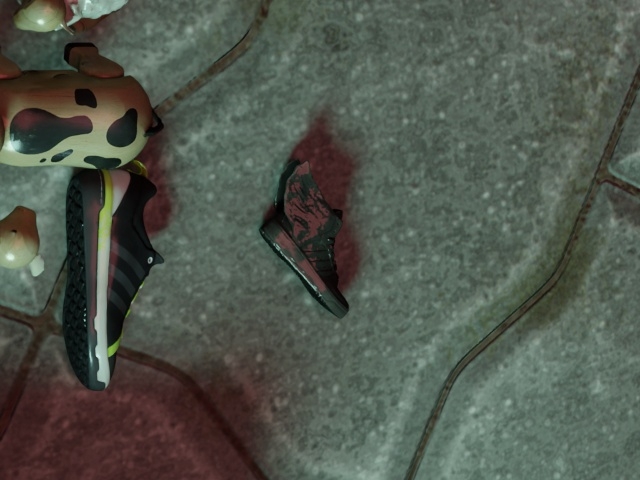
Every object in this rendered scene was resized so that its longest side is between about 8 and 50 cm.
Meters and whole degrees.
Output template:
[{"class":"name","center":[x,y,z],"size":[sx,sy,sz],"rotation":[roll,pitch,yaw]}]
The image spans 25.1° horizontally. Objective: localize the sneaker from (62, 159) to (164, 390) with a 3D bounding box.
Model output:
[{"class":"sneaker","center":[-0.200,0.037,1.446],"size":[0.097,0.084,0.235],"rotation":[-2,100,-28]}]

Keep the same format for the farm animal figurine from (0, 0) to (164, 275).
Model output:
[{"class":"farm animal figurine","center":[-0.290,-0.084,1.277],"size":[0.326,0.172,0.330],"rotation":[-19,125,-21]}]

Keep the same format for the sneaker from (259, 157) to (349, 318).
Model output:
[{"class":"sneaker","center":[-0.001,0.000,1.560],"size":[0.089,0.051,0.170],"rotation":[-44,112,-9]}]

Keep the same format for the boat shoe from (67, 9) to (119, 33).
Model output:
[{"class":"boat shoe","center":[-0.284,-0.322,1.322],"size":[0.302,0.113,0.103],"rotation":[47,72,-27]}]
